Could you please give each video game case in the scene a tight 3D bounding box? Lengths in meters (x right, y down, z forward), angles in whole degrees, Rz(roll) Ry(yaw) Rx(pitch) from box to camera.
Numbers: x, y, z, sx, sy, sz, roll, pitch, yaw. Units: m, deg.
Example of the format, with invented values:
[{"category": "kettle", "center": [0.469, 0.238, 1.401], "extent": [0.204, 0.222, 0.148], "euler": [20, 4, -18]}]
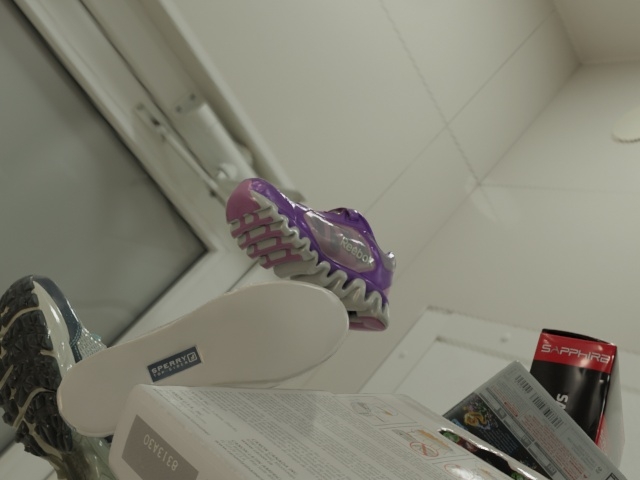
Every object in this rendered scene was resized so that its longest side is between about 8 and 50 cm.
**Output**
[{"category": "video game case", "center": [0.181, 0.206, 0.690], "extent": [0.190, 0.173, 0.022], "euler": [49, -47, 18]}]

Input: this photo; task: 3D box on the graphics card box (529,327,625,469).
[{"category": "graphics card box", "center": [0.246, 0.313, 0.892], "extent": [0.094, 0.371, 0.233], "euler": [9, -35, 28]}]

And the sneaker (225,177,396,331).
[{"category": "sneaker", "center": [0.000, 0.000, 0.900], "extent": [0.236, 0.105, 0.095], "euler": [41, -28, -30]}]

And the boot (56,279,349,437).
[{"category": "boot", "center": [-0.076, 0.080, 0.559], "extent": [0.086, 0.189, 0.069], "euler": [107, -33, -74]}]

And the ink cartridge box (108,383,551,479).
[{"category": "ink cartridge box", "center": [0.032, 0.136, 0.432], "extent": [0.224, 0.056, 0.181], "euler": [15, 8, -46]}]

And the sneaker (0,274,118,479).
[{"category": "sneaker", "center": [-0.200, 0.159, 0.755], "extent": [0.110, 0.122, 0.283], "euler": [-24, -90, 37]}]
